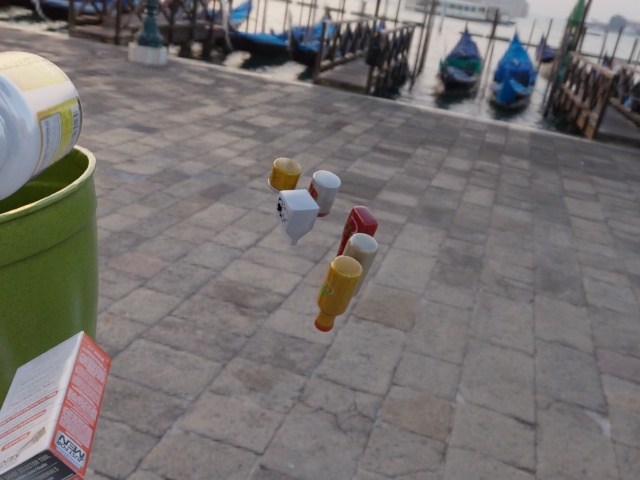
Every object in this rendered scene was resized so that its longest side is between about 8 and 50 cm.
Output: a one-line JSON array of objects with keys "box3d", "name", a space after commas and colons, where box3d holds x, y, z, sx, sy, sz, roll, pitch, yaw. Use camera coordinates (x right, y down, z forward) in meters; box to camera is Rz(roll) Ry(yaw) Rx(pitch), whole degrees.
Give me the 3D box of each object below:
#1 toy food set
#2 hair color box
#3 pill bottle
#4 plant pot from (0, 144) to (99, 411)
[{"box3d": [0.000, 0.000, 0.866, 0.111, 0.104, 0.232, -6, 45, -32], "name": "toy food set"}, {"box3d": [-0.270, 0.176, 0.658, 0.093, 0.053, 0.167, -29, 28, 9], "name": "hair color box"}, {"box3d": [-0.285, -0.099, 0.567, 0.117, 0.117, 0.215, 7, 16, -8], "name": "pill bottle"}, {"box3d": [-0.501, 0.071, 1.024, 0.367, 0.352, 0.366, -3, 26, 1], "name": "plant pot"}]
